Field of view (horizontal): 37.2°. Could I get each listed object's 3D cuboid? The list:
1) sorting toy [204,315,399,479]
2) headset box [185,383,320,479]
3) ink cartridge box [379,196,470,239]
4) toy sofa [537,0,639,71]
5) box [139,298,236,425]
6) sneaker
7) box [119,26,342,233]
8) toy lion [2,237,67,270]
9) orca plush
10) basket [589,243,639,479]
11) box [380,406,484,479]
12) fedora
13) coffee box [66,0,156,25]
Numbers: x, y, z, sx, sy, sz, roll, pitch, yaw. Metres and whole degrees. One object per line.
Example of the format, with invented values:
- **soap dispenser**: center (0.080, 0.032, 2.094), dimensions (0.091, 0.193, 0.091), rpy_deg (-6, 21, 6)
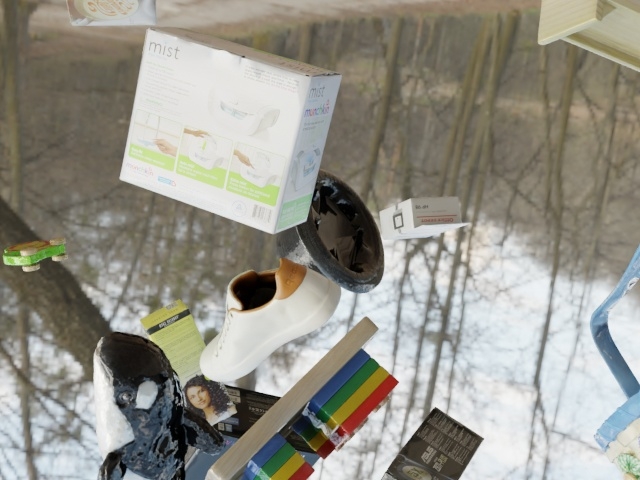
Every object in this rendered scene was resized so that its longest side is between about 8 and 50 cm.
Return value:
- **sorting toy**: center (-0.022, 0.244, 1.175), dimensions (0.089, 0.257, 0.255), rpy_deg (43, 157, 9)
- **headset box**: center (-0.172, 0.444, 1.964), dimensions (0.246, 0.283, 0.131), rpy_deg (18, -141, -24)
- **ink cartridge box**: center (0.197, -0.045, 1.810), dimensions (0.104, 0.060, 0.180), rpy_deg (-3, 173, -21)
- **toy sofa**: center (0.582, -0.406, 1.742), dimensions (0.363, 0.177, 0.150), rpy_deg (14, 168, -27)
- **box**: center (-0.235, 0.227, 1.705), dimensions (0.087, 0.232, 0.058), rpy_deg (-29, -157, -14)
- **sneaker**: center (-0.104, 0.104, 1.358), dimensions (0.123, 0.290, 0.106), rpy_deg (36, -139, -21)
- **box**: center (-0.132, -0.163, 1.365), dimensions (0.262, 0.231, 0.127), rpy_deg (19, -164, 18)
- **toy lion**: center (-0.437, 0.018, 1.428), dimensions (0.096, 0.034, 0.100), rpy_deg (1, -166, 26)
- **orca plush**: center (-0.141, 0.207, 0.879), dimensions (0.102, 0.287, 0.151), rpy_deg (3, -160, 2)
- **basket**: center (0.389, 0.151, 0.993), dimensions (0.201, 0.289, 0.254), rpy_deg (-13, 150, -9)
- **box**: center (0.113, 0.314, 1.170), dimensions (0.078, 0.147, 0.180), rpy_deg (32, -152, 14)
- **fedora**: center (0.000, 0.000, 2.120), dimensions (0.152, 0.334, 0.334), rpy_deg (-33, 166, 28)
- **coffee box**: center (-0.322, -0.427, 1.443), dimensions (0.141, 0.098, 0.246), rpy_deg (-3, 165, -11)
